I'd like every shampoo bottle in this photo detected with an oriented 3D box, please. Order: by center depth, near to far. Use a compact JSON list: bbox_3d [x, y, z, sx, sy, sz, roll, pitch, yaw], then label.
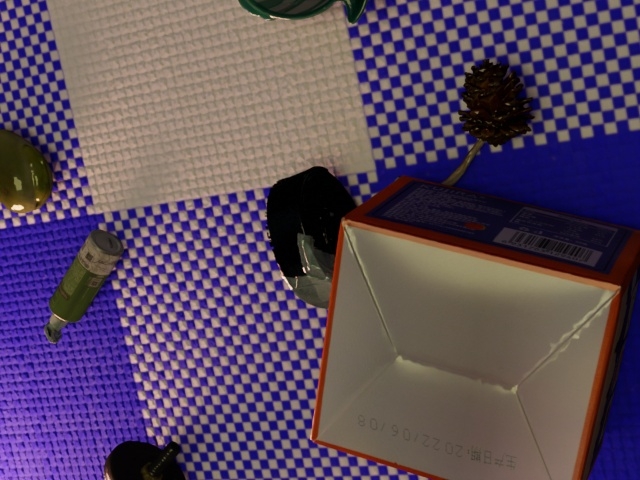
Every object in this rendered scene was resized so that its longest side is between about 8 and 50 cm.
[{"bbox_3d":[-0.387,0.077,1.996,0.065,0.065,0.204,42,117,12],"label":"shampoo bottle"}]

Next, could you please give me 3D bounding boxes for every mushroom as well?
[{"bbox_3d":[0.150,-0.055,1.718,0.028,0.026,0.286,36,115,-3],"label":"mushroom"}]

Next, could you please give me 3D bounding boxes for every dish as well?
[{"bbox_3d":[-0.015,-0.391,1.681,0.246,0.078,0.224,38,117,15],"label":"dish"}]

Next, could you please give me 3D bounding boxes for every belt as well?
[{"bbox_3d":[0.000,0.000,1.728,0.078,0.151,0.198,-19,95,34],"label":"belt"}]

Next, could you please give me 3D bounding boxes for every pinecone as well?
[{"bbox_3d":[0.220,-0.176,1.606,0.102,0.102,0.109,-25,89,29],"label":"pinecone"}]

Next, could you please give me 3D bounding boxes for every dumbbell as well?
[{"bbox_3d":[-0.317,0.427,2.003,0.143,0.143,0.325,45,118,10],"label":"dumbbell"}]

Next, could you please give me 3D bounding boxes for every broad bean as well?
[{"bbox_3d":[-0.504,-0.112,1.996,0.175,0.082,0.124,30,116,16],"label":"broad bean"}]

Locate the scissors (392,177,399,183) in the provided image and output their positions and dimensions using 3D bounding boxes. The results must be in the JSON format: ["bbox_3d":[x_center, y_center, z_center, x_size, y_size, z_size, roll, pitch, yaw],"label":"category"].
[{"bbox_3d":[0.088,-0.058,1.754,0.036,0.006,0.083,45,119,12],"label":"scissors"}]

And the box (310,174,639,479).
[{"bbox_3d":[0.205,0.120,1.587,0.349,0.257,0.318,13,112,19],"label":"box"}]
